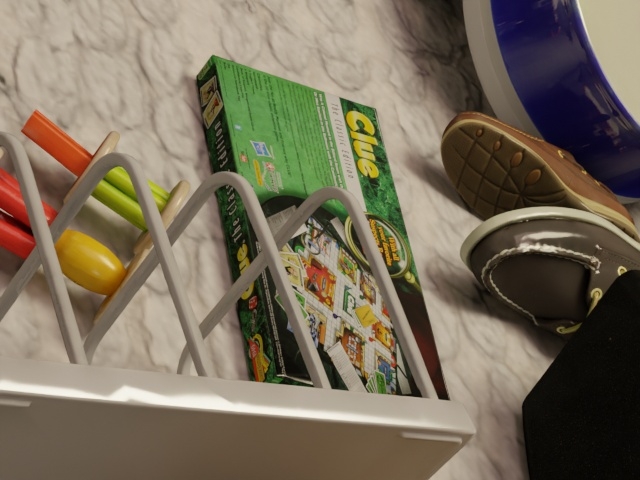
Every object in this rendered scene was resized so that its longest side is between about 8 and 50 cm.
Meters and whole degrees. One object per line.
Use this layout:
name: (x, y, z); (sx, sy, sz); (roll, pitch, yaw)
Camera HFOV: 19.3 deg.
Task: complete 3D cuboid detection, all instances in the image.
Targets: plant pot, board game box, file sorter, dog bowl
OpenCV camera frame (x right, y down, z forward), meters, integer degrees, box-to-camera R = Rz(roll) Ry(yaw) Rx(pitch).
plant pot: (0.235, 0.126, 1.169); (0.187, 0.188, 0.167); (12, 33, -35)
board game box: (0.000, 0.000, 1.190); (0.136, 0.030, 0.260); (15, 45, -30)
file sorter: (-0.113, 0.066, 0.883); (0.277, 0.193, 0.173); (9, 46, -38)
dog bowl: (0.234, -0.165, 1.430); (0.265, 0.104, 0.265); (15, 67, -40)

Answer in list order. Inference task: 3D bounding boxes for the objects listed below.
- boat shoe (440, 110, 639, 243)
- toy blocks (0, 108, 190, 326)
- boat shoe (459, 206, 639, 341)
boat shoe: (0.154, -0.040, 1.348); (0.178, 0.064, 0.060); (32, 32, -24)
toy blocks: (-0.157, -0.033, 1.054); (0.148, 0.054, 0.123); (35, 38, -10)
boat shoe: (0.194, 0.038, 1.285); (0.227, 0.081, 0.069); (16, 40, -35)
